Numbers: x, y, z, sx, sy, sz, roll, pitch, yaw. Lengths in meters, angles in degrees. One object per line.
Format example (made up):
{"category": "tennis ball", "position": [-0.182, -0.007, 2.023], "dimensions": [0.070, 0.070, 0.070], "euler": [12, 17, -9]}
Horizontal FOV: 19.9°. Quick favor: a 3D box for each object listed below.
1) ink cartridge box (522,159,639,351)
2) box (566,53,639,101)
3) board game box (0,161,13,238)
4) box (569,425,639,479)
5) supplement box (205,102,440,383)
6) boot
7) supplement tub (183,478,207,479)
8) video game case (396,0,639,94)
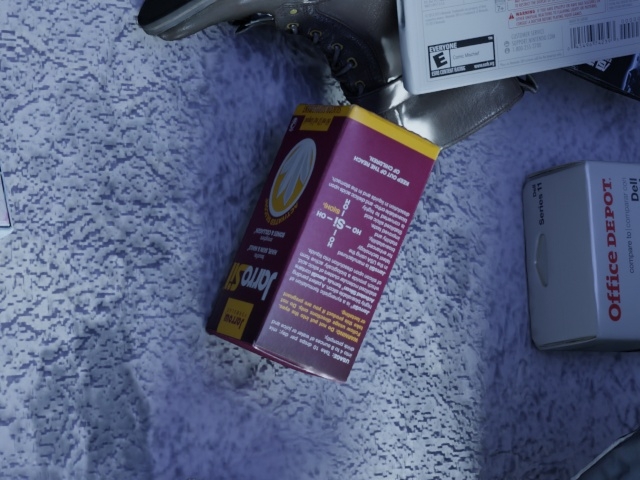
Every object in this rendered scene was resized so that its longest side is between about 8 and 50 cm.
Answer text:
{"category": "ink cartridge box", "position": [0.281, 0.017, 1.526], "dimensions": [0.208, 0.087, 0.153], "euler": [2, 80, -30]}
{"category": "box", "position": [0.242, -0.200, 1.479], "dimensions": [0.180, 0.077, 0.147], "euler": [14, 100, -55]}
{"category": "board game box", "position": [-0.359, -0.141, 1.062], "dimensions": [0.319, 0.066, 0.318], "euler": [-3, 75, -38]}
{"category": "box", "position": [0.392, 0.325, 1.219], "dimensions": [0.297, 0.480, 0.471], "euler": [-14, 69, -22]}
{"category": "supplement box", "position": [0.000, 0.000, 1.329], "dimensions": [0.081, 0.104, 0.188], "euler": [25, 84, -23]}
{"category": "boot", "position": [0.018, -0.140, 1.383], "dimensions": [0.263, 0.091, 0.229], "euler": [-22, 121, 4]}
{"category": "supplement tub", "position": [-0.054, 0.210, 1.302], "dimensions": [0.107, 0.071, 0.071], "euler": [12, 75, -28]}
{"category": "video game case", "position": [0.151, -0.219, 1.336], "dimensions": [0.212, 0.023, 0.193], "euler": [-12, 109, -20]}
